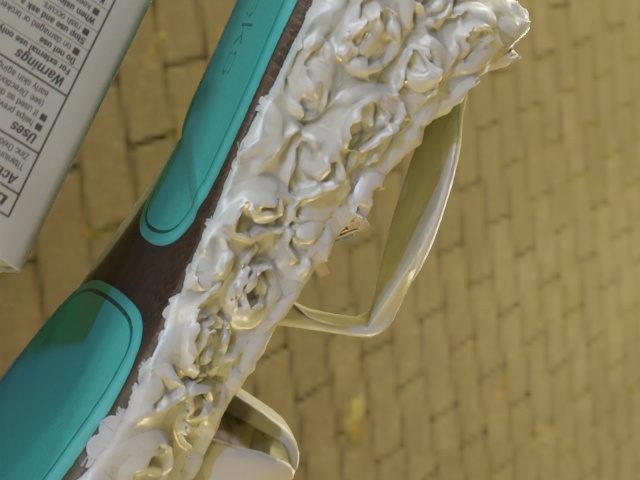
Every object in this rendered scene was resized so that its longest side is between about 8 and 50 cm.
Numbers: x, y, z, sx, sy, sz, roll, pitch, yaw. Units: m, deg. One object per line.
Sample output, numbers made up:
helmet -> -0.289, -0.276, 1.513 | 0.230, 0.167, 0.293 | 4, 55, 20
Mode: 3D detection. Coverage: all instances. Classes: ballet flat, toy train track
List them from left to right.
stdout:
ballet flat -> -0.039, 0.034, 0.847 | 0.409, 0.147, 0.147 | -58, 151, 4
toy train track -> 0.000, 0.000, 1.249 | 0.083, 0.014, 0.048 | -21, 79, -44

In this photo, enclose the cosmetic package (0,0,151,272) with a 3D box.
cosmetic package -> -0.145, -0.156, 0.822 | 0.160, 0.113, 0.309 | 33, 73, -27
